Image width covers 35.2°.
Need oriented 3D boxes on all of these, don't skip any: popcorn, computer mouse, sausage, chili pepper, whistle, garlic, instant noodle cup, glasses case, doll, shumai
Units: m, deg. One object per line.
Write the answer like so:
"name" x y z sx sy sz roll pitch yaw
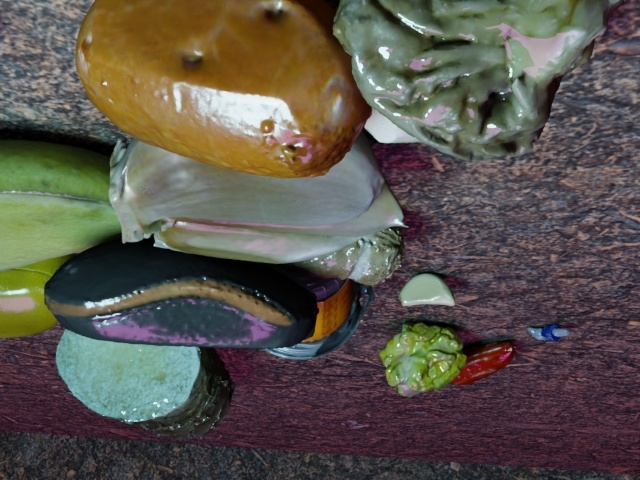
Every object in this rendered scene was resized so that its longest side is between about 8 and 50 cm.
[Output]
"popcorn" 0.178 0.203 1.740 0.126 0.126 0.145 9 136 -49
"computer mouse" -0.156 0.058 1.184 0.323 0.116 0.183 4 -167 -17
"sausage" -0.084 -0.141 0.843 0.268 0.153 0.141 17 167 20
"chili pepper" 0.297 0.213 1.826 0.088 0.065 0.169 0 160 -34
"whistle" 0.382 0.153 1.686 0.033 0.029 0.083 36 154 -25
"garlic" -0.072 -0.074 1.049 0.325 0.132 0.279 -5 157 -2
"instant noodle cup" -0.025 0.056 1.367 0.208 0.177 0.125 -20 150 -17
"glasses case" -0.570 0.070 1.559 0.371 0.141 0.173 5 160 3
"doll" -0.002 -0.007 1.265 0.221 0.105 0.115 12 -176 -1
"garlic" 0.157 0.076 1.503 0.083 0.053 0.041 -6 156 6
"shumai" 0.127 -0.163 0.752 0.206 0.166 0.175 21 150 -32

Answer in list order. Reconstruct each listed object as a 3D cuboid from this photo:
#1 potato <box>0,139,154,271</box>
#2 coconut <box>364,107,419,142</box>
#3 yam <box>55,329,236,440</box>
"potato" -0.303 -0.052 1.224 0.255 0.112 0.269 -1 162 -2
"coconut" 0.074 -0.139 0.906 0.124 0.110 0.110 2 159 -6
"yam" -0.295 0.241 1.817 0.241 0.241 0.348 1 161 11
